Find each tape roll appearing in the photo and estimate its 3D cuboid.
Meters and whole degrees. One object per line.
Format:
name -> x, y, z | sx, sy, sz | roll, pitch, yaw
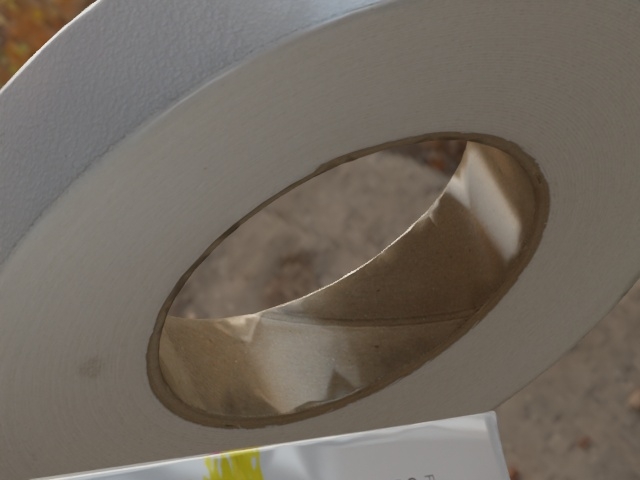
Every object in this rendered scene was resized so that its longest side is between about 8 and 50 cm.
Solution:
tape roll -> 0.000, 0.000, 0.898 | 0.392, 0.392, 0.072 | -40, 57, 17

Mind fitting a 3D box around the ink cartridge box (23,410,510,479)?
ink cartridge box -> -0.053, 0.170, 0.629 | 0.171, 0.233, 0.168 | 134, 126, -60
